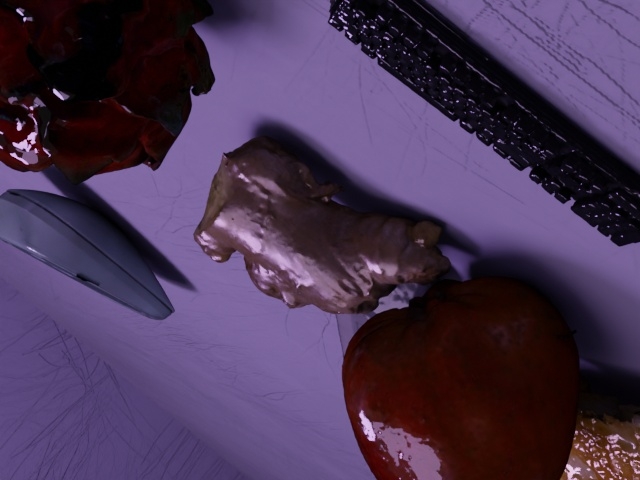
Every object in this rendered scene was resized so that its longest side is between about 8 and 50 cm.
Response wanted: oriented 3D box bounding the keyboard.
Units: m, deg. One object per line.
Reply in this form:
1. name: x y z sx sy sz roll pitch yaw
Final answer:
1. keyboard: 0.099 -0.070 0.649 0.231 0.023 0.072 37 166 -6

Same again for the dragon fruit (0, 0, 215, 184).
1. dragon fruit: -0.155 -0.122 0.751 0.182 0.182 0.189 23 154 36

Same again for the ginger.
1. ginger: -0.002 0.003 0.919 0.213 0.074 0.137 24 132 10

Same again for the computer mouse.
1. computer mouse: -0.315 0.011 1.565 0.288 0.097 0.159 34 166 -39

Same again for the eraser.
1. eraser: 0.067 0.089 1.086 0.089 0.061 0.352 30 164 16

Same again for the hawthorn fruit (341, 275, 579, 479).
1. hawthorn fruit: 0.112 0.134 0.865 0.185 0.185 0.202 -10 98 68

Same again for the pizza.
1. pizza: 0.236 0.172 0.927 0.251 0.074 0.288 46 144 28
